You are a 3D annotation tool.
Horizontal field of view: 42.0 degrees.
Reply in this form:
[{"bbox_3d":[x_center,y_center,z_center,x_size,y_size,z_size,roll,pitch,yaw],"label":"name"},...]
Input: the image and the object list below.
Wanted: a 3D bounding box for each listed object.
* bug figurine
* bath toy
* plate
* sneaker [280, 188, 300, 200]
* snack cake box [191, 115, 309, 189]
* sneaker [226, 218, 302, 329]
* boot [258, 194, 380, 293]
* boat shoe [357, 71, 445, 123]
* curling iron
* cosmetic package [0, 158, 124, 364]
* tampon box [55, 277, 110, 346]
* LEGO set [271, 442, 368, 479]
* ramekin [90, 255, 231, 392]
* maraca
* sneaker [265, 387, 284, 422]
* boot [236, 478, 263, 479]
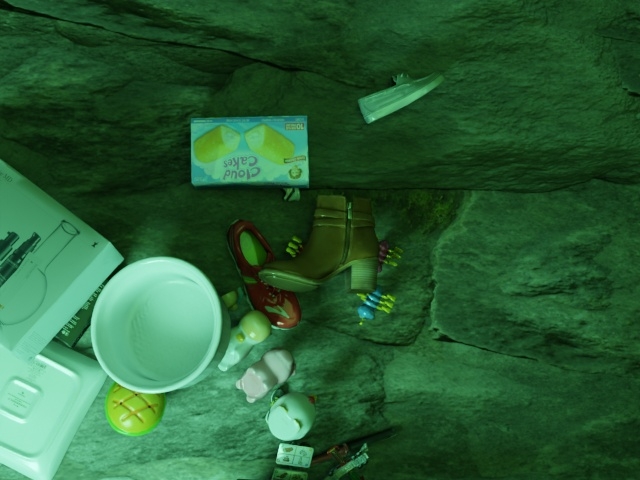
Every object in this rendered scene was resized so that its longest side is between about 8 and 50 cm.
[{"bbox_3d":[0.061,0.054,1.943,0.279,0.072,0.216,33,71,-2],"label":"bug figurine"},{"bbox_3d":[-0.121,0.272,1.839,0.348,0.151,0.129,53,31,6],"label":"bath toy"},{"bbox_3d":[-0.635,0.335,1.767,0.277,0.045,0.278,28,77,-7],"label":"plate"},{"bbox_3d":[-0.079,-0.143,1.954,0.043,0.040,0.109,-12,85,-12],"label":"sneaker"},{"bbox_3d":[-0.158,-0.197,1.896,0.264,0.089,0.152,-2,82,-2],"label":"snack cake box"},{"bbox_3d":[-0.131,0.079,1.873,0.107,0.118,0.279,-31,90,-14],"label":"sneaker"},{"bbox_3d":[0.000,0.000,1.845,0.283,0.109,0.220,3,75,-15],"label":"boot"},{"bbox_3d":[0.194,-0.365,2.023,0.227,0.079,0.081,-29,94,-11],"label":"boat shoe"},{"bbox_3d":[0.045,0.468,1.904,0.274,0.035,0.068,-9,85,-13],"label":"curling iron"},{"bbox_3d":[-0.638,0.026,1.706,0.377,0.097,0.284,34,72,19],"label":"cosmetic package"},{"bbox_3d":[-0.521,0.133,1.778,0.101,0.120,0.161,36,76,-6],"label":"tampon box"},{"bbox_3d":[0.009,0.540,1.875,0.244,0.060,0.182,10,105,-10],"label":"LEGO set"},{"bbox_3d":[-0.320,0.181,1.731,0.277,0.135,0.277,-2,75,9],"label":"ramekin"},{"bbox_3d":[-0.395,0.331,1.797,0.127,0.099,0.186,9,55,-12],"label":"maraca"},{"bbox_3d":[-0.098,0.375,1.884,0.031,0.035,0.083,18,79,-10],"label":"sneaker"},{"bbox_3d":[0.043,0.642,1.689,0.445,0.367,0.146,7,113,-11],"label":"boot"}]
